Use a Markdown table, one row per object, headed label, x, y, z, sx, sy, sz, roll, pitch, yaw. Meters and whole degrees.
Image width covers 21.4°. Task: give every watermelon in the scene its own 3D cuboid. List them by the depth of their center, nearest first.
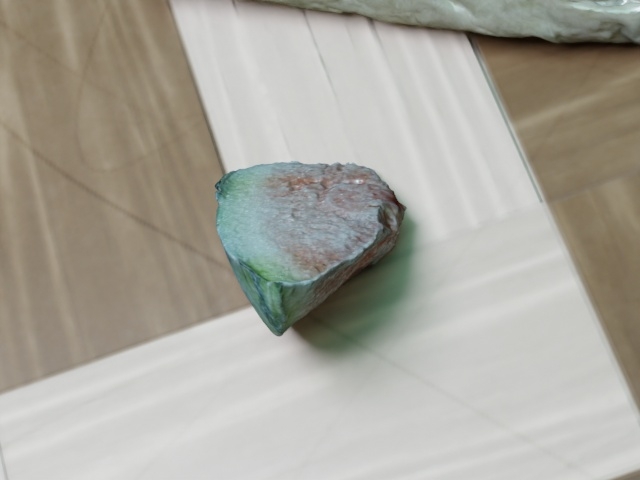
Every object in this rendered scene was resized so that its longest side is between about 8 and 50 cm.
| label | x | y | z | sx | sy | sz | roll | pitch | yaw |
| --- | --- | --- | --- | --- | --- | --- | --- | --- | --- |
| watermelon | -0.009 | 0.005 | 0.921 | 0.094 | 0.081 | 0.180 | -20 | 21 | 21 |

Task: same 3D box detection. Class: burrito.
| label | x | y | z | sx | sy | sz | roll | pitch | yaw |
| --- | --- | --- | --- | --- | --- | --- | --- | --- | --- |
| burrito | 0.079 | -0.179 | 1.013 | 0.392 | 0.076 | 0.117 | 7 | 62 | 15 |
